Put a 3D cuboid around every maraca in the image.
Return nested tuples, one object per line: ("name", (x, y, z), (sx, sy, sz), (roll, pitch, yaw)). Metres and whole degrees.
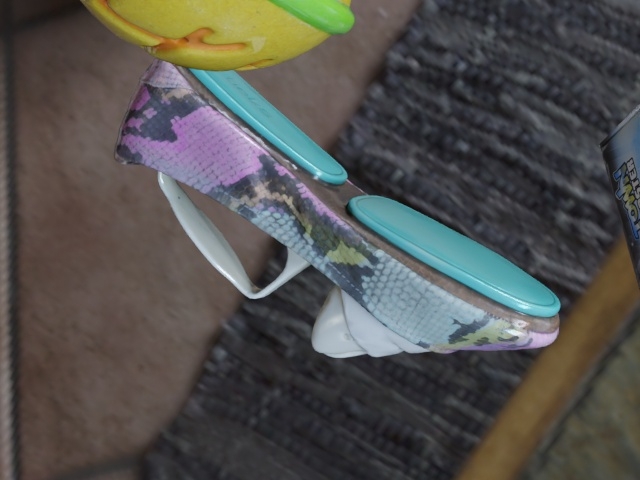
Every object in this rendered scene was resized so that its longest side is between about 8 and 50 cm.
("maraca", (-0.052, -0.117, 0.651), (0.127, 0.186, 0.099), (34, 97, 25))

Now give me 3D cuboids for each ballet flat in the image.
("ballet flat", (0.000, 0.000, 0.792), (0.221, 0.077, 0.079), (36, 105, 17))

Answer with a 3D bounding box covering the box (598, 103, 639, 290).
("box", (0.195, 0.022, 0.849), (0.114, 0.036, 0.207), (128, 134, -59))
